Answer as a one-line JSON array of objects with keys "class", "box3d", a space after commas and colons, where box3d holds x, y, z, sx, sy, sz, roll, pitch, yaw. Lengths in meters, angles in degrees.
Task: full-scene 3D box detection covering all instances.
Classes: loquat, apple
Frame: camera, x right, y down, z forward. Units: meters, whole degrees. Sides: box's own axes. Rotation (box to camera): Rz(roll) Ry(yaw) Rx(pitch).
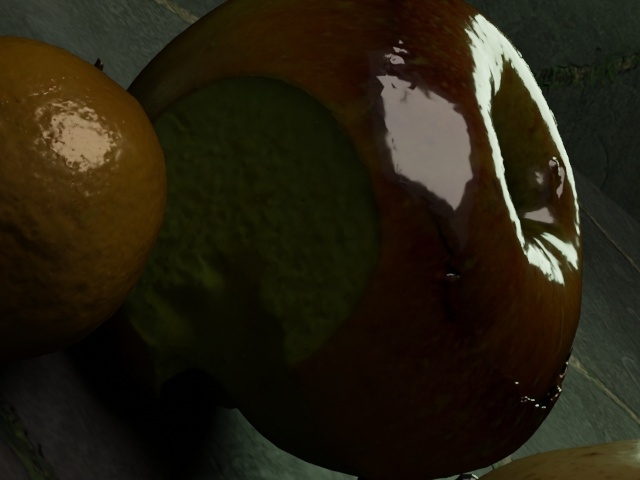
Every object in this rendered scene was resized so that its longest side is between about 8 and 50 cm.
[{"class": "loquat", "box3d": [-0.194, -0.025, 1.220, 0.208, 0.208, 0.208, 41, 17, -16]}, {"class": "apple", "box3d": [0.000, 0.000, 1.408, 0.374, 0.374, 0.384, 33, 44, -36]}]

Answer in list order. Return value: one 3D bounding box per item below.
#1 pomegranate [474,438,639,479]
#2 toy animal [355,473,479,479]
[{"class": "pomegranate", "box3d": [0.201, 0.304, 1.078, 0.416, 0.416, 0.416, 41, 17, -16]}, {"class": "toy animal", "box3d": [0.099, 0.236, 1.457, 0.245, 0.114, 0.146, 39, 17, -19]}]
